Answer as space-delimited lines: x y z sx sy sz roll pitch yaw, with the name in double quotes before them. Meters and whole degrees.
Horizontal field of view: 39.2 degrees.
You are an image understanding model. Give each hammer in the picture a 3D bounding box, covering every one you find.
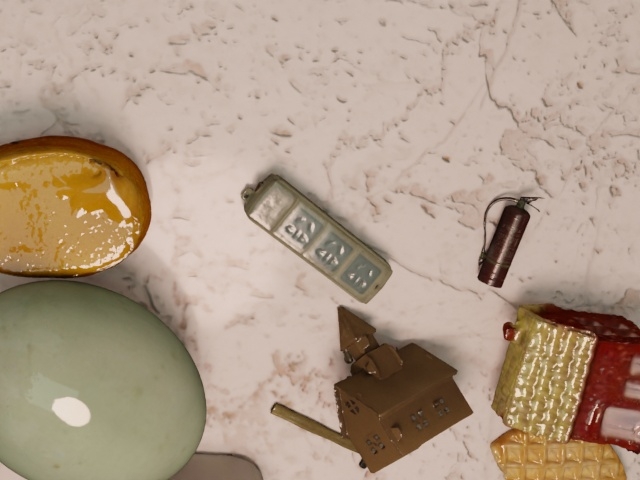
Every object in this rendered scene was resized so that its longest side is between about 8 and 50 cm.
"hammer" 0.008 0.312 1.475 0.199 0.013 0.062 29 99 -17

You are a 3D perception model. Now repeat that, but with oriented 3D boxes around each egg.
"egg" -0.322 0.207 1.239 0.276 0.276 0.389 -43 128 4

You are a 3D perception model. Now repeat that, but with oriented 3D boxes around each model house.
"model house" 0.395 0.213 1.439 0.254 0.160 0.195 12 104 -11
"model house" 0.084 0.218 1.409 0.181 0.176 0.248 -19 73 -38

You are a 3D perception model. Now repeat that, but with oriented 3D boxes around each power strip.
"power strip" 0.000 0.001 1.359 0.272 0.052 0.078 38 96 -18

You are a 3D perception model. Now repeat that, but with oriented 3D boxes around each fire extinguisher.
"fire extinguisher" 0.287 -0.007 1.414 0.078 0.045 0.157 21 104 7

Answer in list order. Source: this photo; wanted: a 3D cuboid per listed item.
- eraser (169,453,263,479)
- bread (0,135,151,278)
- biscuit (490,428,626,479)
"eraser" -0.226 0.454 1.406 0.332 0.150 0.331 -3 106 -11
"bread" -0.369 -0.044 1.234 0.270 0.142 0.195 -2 103 -11
"biscuit" 0.437 0.434 1.572 0.205 0.040 0.308 -29 109 -1
